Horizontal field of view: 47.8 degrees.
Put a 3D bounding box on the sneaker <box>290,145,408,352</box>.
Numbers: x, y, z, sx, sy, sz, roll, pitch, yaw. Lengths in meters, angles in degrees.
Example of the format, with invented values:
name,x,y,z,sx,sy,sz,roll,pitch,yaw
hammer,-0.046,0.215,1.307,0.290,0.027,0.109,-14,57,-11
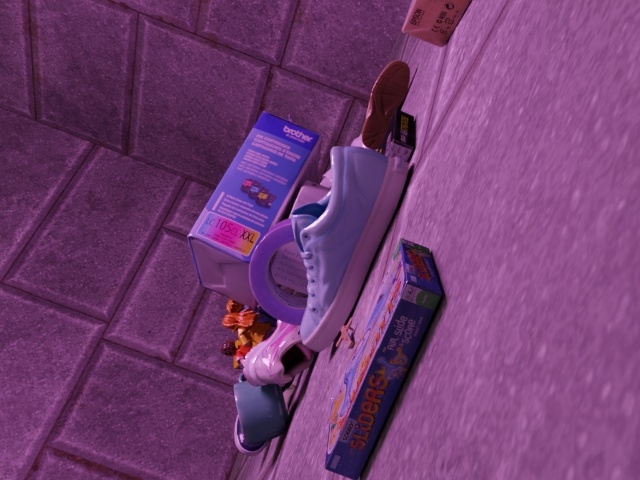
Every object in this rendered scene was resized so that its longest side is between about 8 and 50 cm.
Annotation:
name,x,y,z,sx,sy,sz,roll,pitch,yaw
sneaker,0.012,0.009,1.186,0.135,0.150,0.366,-74,5,-70

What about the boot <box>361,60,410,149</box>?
name,x,y,z,sx,sy,sz,roll,pitch,yaw
boot,0.156,-0.338,1.730,0.165,0.077,0.213,-71,0,-66

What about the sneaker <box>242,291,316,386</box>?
name,x,y,z,sx,sy,sz,roll,pitch,yaw
sneaker,-0.043,0.205,1.491,0.111,0.103,0.252,7,52,45

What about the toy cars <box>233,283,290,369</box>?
name,x,y,z,sx,sy,sz,roll,pitch,yaw
toy cars,-0.124,0.180,1.913,0.176,0.087,0.394,35,107,61

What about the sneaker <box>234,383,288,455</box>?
name,x,y,z,sx,sy,sz,roll,pitch,yaw
sneaker,-0.133,0.384,1.801,0.153,0.099,0.282,111,-179,-47

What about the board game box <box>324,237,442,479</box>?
name,x,y,z,sx,sy,sz,roll,pitch,yaw
board game box,0.058,0.110,0.705,0.136,0.035,0.201,-78,9,-74

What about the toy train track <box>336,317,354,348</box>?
name,x,y,z,sx,sy,sz,roll,pitch,yaw
toy train track,0.042,0.142,1.053,0.048,0.014,0.083,-62,9,7

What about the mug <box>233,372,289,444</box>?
name,x,y,z,sx,sy,sz,roll,pitch,yaw
mug,-0.125,0.343,1.531,0.129,0.097,0.158,92,165,-73

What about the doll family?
name,x,y,z,sx,sy,sz,roll,pitch,yaw
doll family,-0.148,0.192,1.675,0.263,0.163,0.119,-77,9,-73

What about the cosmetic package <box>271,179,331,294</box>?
name,x,y,z,sx,sy,sz,roll,pitch,yaw
cosmetic package,0.000,0.000,1.463,0.151,0.151,0.184,-73,3,-69

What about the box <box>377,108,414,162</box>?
name,x,y,z,sx,sy,sz,roll,pitch,yaw
box,0.111,-0.118,1.280,0.184,0.045,0.191,-79,11,-62

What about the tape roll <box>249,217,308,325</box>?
name,x,y,z,sx,sy,sz,roll,pitch,yaw
tape roll,-0.033,0.054,1.317,0.080,0.188,0.189,-89,20,-80

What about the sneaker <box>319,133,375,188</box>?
name,x,y,z,sx,sy,sz,roll,pitch,yaw
sneaker,-0.002,-0.122,1.801,0.137,0.210,0.366,134,157,-82

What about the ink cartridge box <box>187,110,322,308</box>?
name,x,y,z,sx,sy,sz,roll,pitch,yaw
ink cartridge box,-0.120,-0.085,1.573,0.396,0.151,0.270,-61,-9,-24

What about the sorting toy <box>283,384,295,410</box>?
name,x,y,z,sx,sy,sz,roll,pitch,yaw
sorting toy,-0.083,0.365,1.668,0.075,0.045,0.083,-50,0,-8

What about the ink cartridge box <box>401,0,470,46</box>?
name,x,y,z,sx,sy,sz,roll,pitch,yaw
ink cartridge box,0.226,-0.471,1.204,0.235,0.088,0.193,117,173,-71
